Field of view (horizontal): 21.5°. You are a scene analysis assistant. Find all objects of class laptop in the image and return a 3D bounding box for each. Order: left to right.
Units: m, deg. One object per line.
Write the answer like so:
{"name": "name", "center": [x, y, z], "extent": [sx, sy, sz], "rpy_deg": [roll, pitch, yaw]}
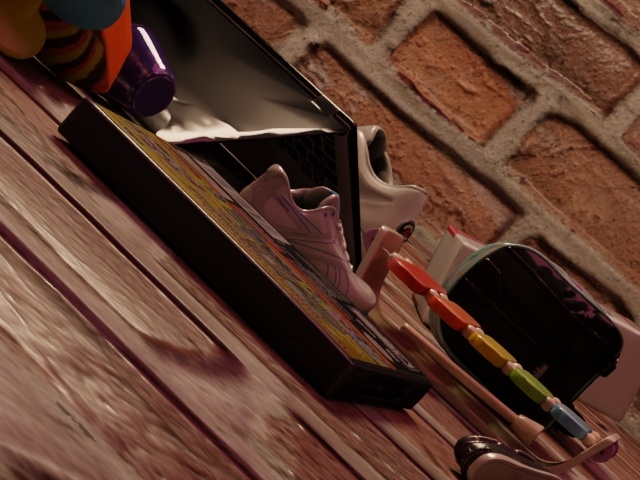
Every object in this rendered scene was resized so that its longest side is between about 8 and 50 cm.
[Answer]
{"name": "laptop", "center": [-0.166, -0.141, 1.824], "extent": [0.382, 0.236, 0.408], "rpy_deg": [45, -23, 30]}

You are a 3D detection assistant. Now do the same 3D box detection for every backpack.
{"name": "backpack", "center": [0.214, 0.094, 1.850], "extent": [0.188, 0.166, 0.144], "rpy_deg": [44, 3, -11]}

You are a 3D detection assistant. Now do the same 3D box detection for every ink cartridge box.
{"name": "ink cartridge box", "center": [0.271, 0.103, 2.167], "extent": [0.283, 0.117, 0.207], "rpy_deg": [27, 5, -4]}

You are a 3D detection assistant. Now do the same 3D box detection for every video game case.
{"name": "video game case", "center": [-0.048, 0.018, 1.251], "extent": [0.275, 0.035, 0.248], "rpy_deg": [44, 5, 17]}

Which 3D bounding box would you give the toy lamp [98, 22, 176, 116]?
{"name": "toy lamp", "center": [-0.223, -0.211, 1.586], "extent": [0.274, 0.080, 0.080], "rpy_deg": [50, 8, 35]}

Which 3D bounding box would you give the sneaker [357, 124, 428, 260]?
{"name": "sneaker", "center": [0.011, -0.109, 2.197], "extent": [0.330, 0.146, 0.122], "rpy_deg": [43, 6, 26]}

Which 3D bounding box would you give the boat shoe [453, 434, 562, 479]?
{"name": "boat shoe", "center": [0.146, 0.181, 1.282], "extent": [0.125, 0.046, 0.038], "rpy_deg": [27, 18, -40]}

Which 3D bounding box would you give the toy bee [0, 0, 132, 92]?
{"name": "toy bee", "center": [-0.209, -0.253, 1.345], "extent": [0.162, 0.298, 0.195], "rpy_deg": [24, 35, 0]}

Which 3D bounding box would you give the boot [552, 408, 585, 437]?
{"name": "boot", "center": [0.275, 0.200, 2.139], "extent": [0.099, 0.045, 0.121], "rpy_deg": [30, 10, -39]}

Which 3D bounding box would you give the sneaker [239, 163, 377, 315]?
{"name": "sneaker", "center": [0.000, 0.000, 1.501], "extent": [0.191, 0.083, 0.071], "rpy_deg": [39, 4, -39]}

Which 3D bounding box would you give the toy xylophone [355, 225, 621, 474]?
{"name": "toy xylophone", "center": [0.153, 0.118, 1.663], "extent": [0.323, 0.081, 0.236], "rpy_deg": [42, 4, 4]}
